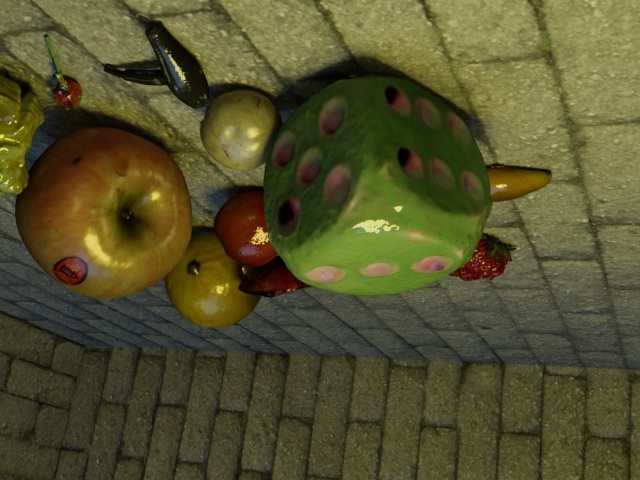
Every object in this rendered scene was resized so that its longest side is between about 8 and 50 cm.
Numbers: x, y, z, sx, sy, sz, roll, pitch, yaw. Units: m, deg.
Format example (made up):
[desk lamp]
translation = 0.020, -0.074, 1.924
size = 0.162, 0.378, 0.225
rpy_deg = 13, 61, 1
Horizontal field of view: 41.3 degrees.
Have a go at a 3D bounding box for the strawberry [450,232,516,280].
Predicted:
[strawberry]
translation = 0.387, 0.053, 2.257
size = 0.228, 0.098, 0.174
rpy_deg = -11, 152, 41

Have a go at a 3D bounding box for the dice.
[dice]
translation = 0.104, -0.093, 1.581
size = 0.322, 0.319, 0.330
rpy_deg = 17, 148, -38

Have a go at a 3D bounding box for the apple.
[apple]
translation = -0.481, -0.060, 1.901
size = 0.391, 0.392, 0.346
rpy_deg = 25, 169, -38

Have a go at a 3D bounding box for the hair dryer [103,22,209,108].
[hair dryer]
translation = -0.326, -0.323, 1.577
size = 0.219, 0.075, 0.195
rpy_deg = 7, 152, 26

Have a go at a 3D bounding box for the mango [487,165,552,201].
[mango]
translation = 0.404, -0.121, 1.834
size = 0.187, 0.066, 0.101
rpy_deg = -6, 158, 12

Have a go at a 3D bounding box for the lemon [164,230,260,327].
[lemon]
translation = -0.301, 0.112, 2.437
size = 0.297, 0.297, 0.297
rpy_deg = 7, 160, 3

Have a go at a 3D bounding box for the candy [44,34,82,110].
[candy]
translation = -0.507, -0.328, 1.648
size = 0.060, 0.061, 0.201
rpy_deg = 7, 152, 3

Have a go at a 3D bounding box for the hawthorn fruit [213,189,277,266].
[hawthorn fruit]
translation = -0.148, -0.044, 2.114
size = 0.225, 0.197, 0.196
rpy_deg = -33, 143, 22

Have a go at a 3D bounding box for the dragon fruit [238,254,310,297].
[dragon fruit]
translation = -0.095, 0.085, 2.239
size = 0.282, 0.100, 0.343
rpy_deg = -10, -179, 27

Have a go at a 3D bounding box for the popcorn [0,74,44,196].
[popcorn]
translation = -0.699, -0.213, 1.727
size = 0.225, 0.277, 0.276
rpy_deg = 16, 159, -36

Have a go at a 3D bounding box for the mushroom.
[mushroom]
translation = -0.156, -0.220, 1.675
size = 0.166, 0.127, 0.166
rpy_deg = -3, 123, -4
